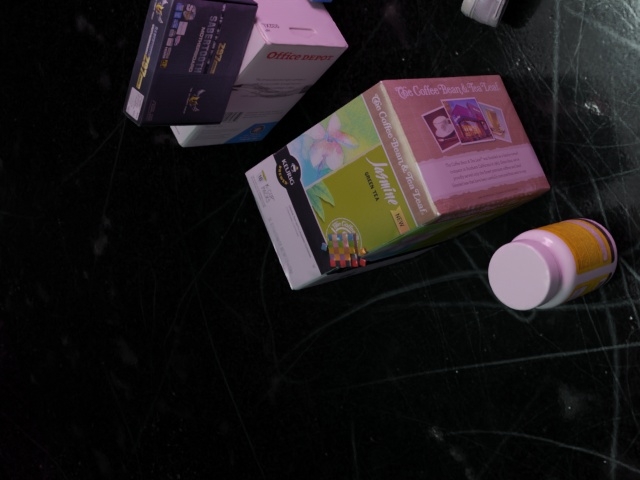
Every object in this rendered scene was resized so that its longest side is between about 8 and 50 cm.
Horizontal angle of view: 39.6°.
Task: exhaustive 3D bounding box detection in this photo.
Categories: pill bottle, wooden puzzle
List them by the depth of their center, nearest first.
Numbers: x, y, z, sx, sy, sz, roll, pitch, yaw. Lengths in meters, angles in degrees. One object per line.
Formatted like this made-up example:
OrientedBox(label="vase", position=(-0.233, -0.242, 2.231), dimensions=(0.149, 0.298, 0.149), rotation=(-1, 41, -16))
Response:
OrientedBox(label="wooden puzzle", position=(0.033, 0.014, 1.308), dimensions=(0.083, 0.006, 0.049), rotation=(-1, 100, 41))
OrientedBox(label="pill bottle", position=(0.349, 0.036, 1.334), dimensions=(0.119, 0.209, 0.119), rotation=(9, 104, 41))

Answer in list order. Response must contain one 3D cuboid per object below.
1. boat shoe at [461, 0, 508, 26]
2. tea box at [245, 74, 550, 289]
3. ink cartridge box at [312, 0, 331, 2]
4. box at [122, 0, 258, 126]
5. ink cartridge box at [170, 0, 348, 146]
OrientedBox(label="boat shoe", position=(0.306, -0.440, 1.382), dimensions=(0.081, 0.079, 0.227), rotation=(32, 116, 7))
OrientedBox(label="tea box", position=(0.126, -0.096, 1.428), dimensions=(0.324, 0.329, 0.219), rotation=(-30, 79, 42))
OrientedBox(label="ink cartridge box", position=(0.020, -0.538, 1.621), dimensions=(0.104, 0.060, 0.180), rotation=(55, 129, 20))
OrientedBox(label="box", position=(-0.218, -0.306, 1.493), dimensions=(0.059, 0.183, 0.232), rotation=(39, 120, 31))
OrientedBox(label="ink cartridge box", position=(-0.133, -0.321, 1.692), dimensions=(0.307, 0.223, 0.129), rotation=(-41, 70, 39))
